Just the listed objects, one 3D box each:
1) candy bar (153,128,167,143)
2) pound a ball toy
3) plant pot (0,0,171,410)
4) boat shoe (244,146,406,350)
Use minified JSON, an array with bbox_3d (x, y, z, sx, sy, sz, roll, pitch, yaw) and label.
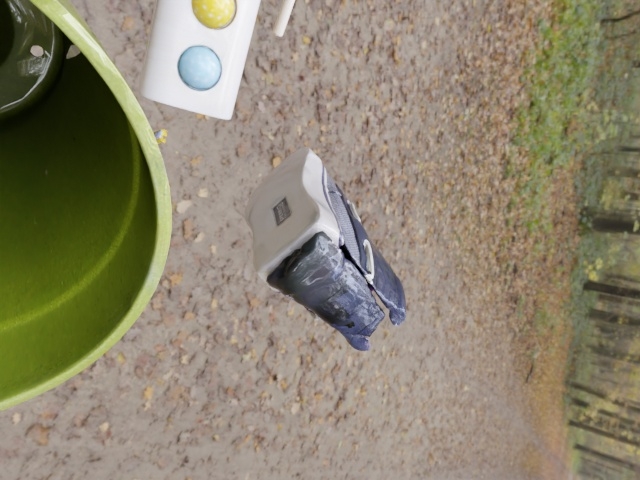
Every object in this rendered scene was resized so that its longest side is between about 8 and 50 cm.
[{"bbox_3d":[-0.403,-0.206,1.085,0.018,0.161,0.040,48,32,-52],"label":"candy bar"},{"bbox_3d":[-0.109,-0.328,0.671,0.208,0.136,0.319,10,108,-27],"label":"pound a ball toy"},{"bbox_3d":[-0.321,-0.109,0.366,0.366,0.353,0.366,-13,134,-14],"label":"plant pot"},{"bbox_3d":[0.000,0.000,0.623,0.158,0.127,0.340,45,15,-23],"label":"boat shoe"}]
